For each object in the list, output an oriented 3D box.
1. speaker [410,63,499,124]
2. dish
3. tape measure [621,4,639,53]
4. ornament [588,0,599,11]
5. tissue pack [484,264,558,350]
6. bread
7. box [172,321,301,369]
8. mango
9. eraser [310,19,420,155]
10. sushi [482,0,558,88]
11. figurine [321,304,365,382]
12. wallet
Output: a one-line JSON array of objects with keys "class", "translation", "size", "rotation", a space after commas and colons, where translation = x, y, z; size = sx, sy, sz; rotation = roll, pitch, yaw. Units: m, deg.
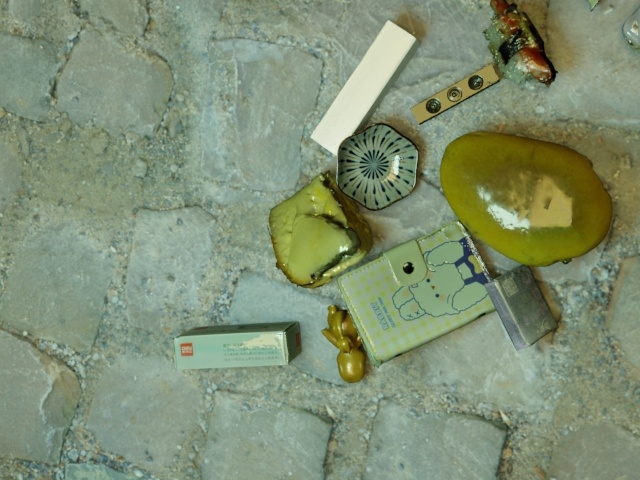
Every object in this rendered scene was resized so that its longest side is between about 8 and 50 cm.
[{"class": "speaker", "translation": [0.285, -0.309, 1.833], "size": [0.191, 0.046, 0.040], "rotation": [-28, 89, 12]}, {"class": "dish", "translation": [0.116, -0.162, 1.860], "size": [0.191, 0.066, 0.190], "rotation": [-2, 104, -8]}, {"class": "tape measure", "translation": [0.709, -0.434, 1.694], "size": [0.178, 0.105, 0.196], "rotation": [33, 100, 8]}, {"class": "ornament", "translation": [0.505, -0.535, 1.752], "size": [0.156, 0.081, 0.075], "rotation": [36, 61, 5]}, {"class": "tissue pack", "translation": [0.420, 0.138, 1.804], "size": [0.051, 0.112, 0.156], "rotation": [-30, 84, 53]}, {"class": "bread", "translation": [0.000, 0.000, 1.869], "size": [0.204, 0.162, 0.262], "rotation": [-30, 45, 15]}, {"class": "box", "translation": [-0.187, 0.236, 1.941], "size": [0.269, 0.135, 0.079], "rotation": [-5, 94, 14]}, {"class": "mango", "translation": [0.409, -0.093, 1.750], "size": [0.365, 0.182, 0.253], "rotation": [30, 101, 8]}, {"class": "eraser", "translation": [0.097, -0.324, 1.859], "size": [0.076, 0.078, 0.298], "rotation": [36, 101, 8]}, {"class": "sushi", "translation": [0.402, -0.398, 1.774], "size": [0.103, 0.097, 0.226], "rotation": [-25, 74, 8]}, {"class": "figurine", "translation": [0.060, 0.227, 1.890], "size": [0.121, 0.122, 0.176], "rotation": [-9, 91, 11]}, {"class": "wallet", "translation": [0.210, 0.112, 1.838], "size": [0.309, 0.077, 0.223], "rotation": [-25, 81, -6]}]
